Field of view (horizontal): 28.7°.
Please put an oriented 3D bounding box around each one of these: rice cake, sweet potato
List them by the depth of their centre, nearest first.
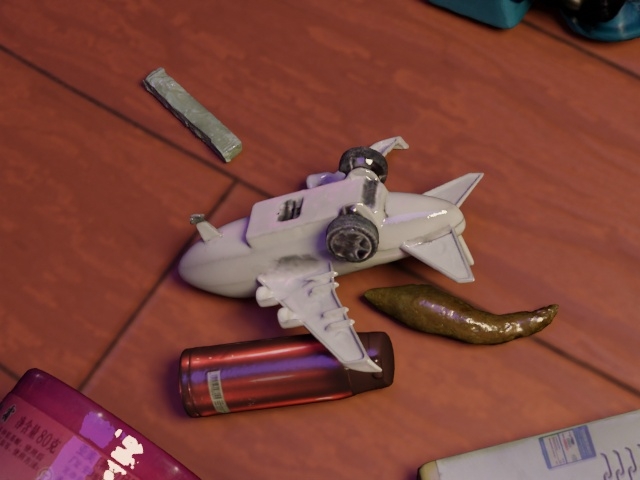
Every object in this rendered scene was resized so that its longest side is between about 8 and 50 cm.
[{"bbox_3d":[0.107,0.059,0.978,0.153,0.038,0.041,8,82,13],"label":"sweet potato"},{"bbox_3d":[-0.114,-0.112,1.110,0.022,0.021,0.121,-38,63,-18],"label":"rice cake"}]

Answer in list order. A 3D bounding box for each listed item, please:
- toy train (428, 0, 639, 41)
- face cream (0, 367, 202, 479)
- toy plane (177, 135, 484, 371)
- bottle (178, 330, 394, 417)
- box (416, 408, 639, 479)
[{"bbox_3d":[0.216,-0.334,1.061,0.265,0.188,0.300,25,74,26],"label":"toy train"},{"bbox_3d":[-0.194,0.215,0.889,0.175,0.175,0.195,29,73,22],"label":"face cream"},{"bbox_3d":[-0.001,-0.004,0.983,0.255,0.101,0.251,-7,43,18],"label":"toy plane"},{"bbox_3d":[-0.024,0.102,0.976,0.164,0.060,0.060,-8,64,8],"label":"bottle"},{"bbox_3d":[0.192,0.263,0.862,0.211,0.045,0.270,-16,63,4],"label":"box"}]
